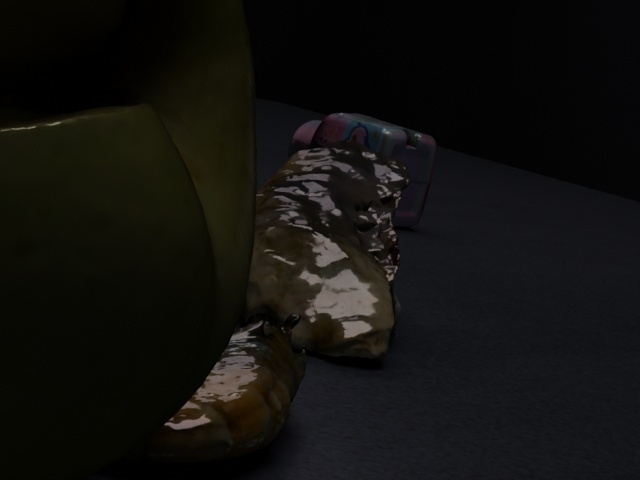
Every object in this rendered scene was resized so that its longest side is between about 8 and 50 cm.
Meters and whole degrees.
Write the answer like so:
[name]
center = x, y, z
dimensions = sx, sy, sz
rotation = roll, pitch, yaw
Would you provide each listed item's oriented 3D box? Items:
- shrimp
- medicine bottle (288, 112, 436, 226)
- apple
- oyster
[shrimp]
center = -0.082, 0.066, 0.700
dimensions = 0.150, 0.051, 0.217
rotation = 6, 11, 11
[medicine bottle]
center = 0.045, -0.094, 1.660
dimensions = 0.094, 0.119, 0.188
rotation = 5, 11, -39
[apple]
center = -0.158, -0.038, 0.490
dimensions = 0.254, 0.292, 0.292
rotation = -10, 2, 18
[oyster]
center = 0.003, -0.004, 1.042
dimensions = 0.166, 0.110, 0.341
rotation = 8, 21, 13
